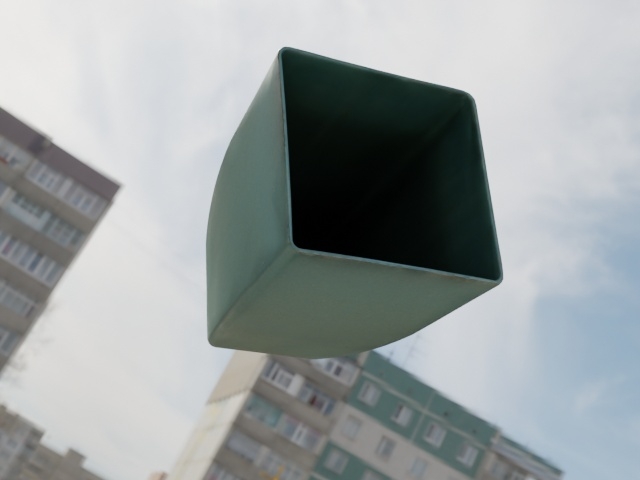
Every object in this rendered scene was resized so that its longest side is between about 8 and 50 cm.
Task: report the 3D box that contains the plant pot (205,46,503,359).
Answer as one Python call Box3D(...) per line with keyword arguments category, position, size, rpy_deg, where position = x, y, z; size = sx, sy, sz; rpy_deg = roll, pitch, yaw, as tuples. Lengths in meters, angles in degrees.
Box3D(category="plant pot", position=(0.000, 0.000, 0.851), size=(0.165, 0.166, 0.234), rpy_deg=(10, -32, -24))
